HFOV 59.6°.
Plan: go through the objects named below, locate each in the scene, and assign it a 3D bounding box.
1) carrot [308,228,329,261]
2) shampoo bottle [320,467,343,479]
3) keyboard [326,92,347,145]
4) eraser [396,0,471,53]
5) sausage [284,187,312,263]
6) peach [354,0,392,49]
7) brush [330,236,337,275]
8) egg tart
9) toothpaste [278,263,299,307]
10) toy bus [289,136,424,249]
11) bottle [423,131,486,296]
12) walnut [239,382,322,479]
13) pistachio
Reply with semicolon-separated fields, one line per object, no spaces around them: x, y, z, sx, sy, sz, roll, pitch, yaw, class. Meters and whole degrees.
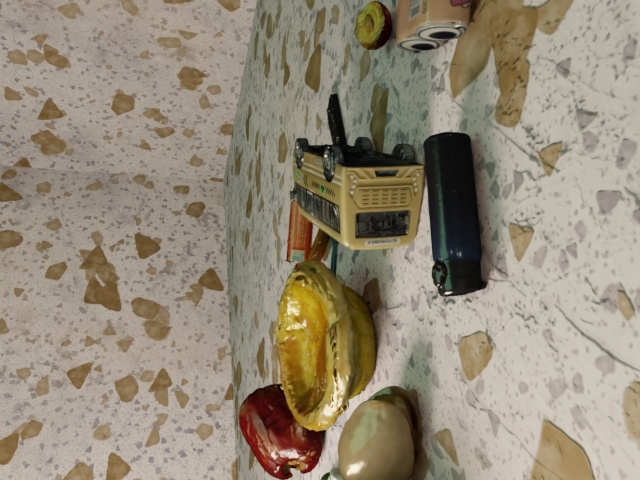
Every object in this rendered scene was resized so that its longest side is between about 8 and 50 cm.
0.000;0.000;1.547;0.170;0.042;0.042;108;157;-43;carrot
0.020;0.623;1.371;0.065;0.065;0.204;-106;25;-47;shampoo bottle
0.041;-0.288;1.485;0.072;0.023;0.231;112;154;-54;keyboard
0.188;-0.476;0.915;0.171;0.087;0.290;-168;80;-70;eraser
-0.058;-0.062;1.705;0.083;0.083;0.263;-168;83;-73;sausage
0.121;-0.450;1.176;0.098;0.061;0.098;17;112;50;peach
0.036;0.028;1.474;0.051;0.014;0.164;-153;66;-74;brush
0.014;0.230;1.260;0.388;0.169;0.387;-179;90;-70;egg tart
-0.092;0.158;1.842;0.071;0.045;0.193;65;143;42;toothpaste
0.057;-0.107;1.146;0.365;0.177;0.201;-140;48;-68;toy bus
0.195;-0.039;0.831;0.072;0.082;0.244;148;122;-62;bottle
-0.101;0.539;1.563;0.269;0.222;0.243;64;-179;42;walnut
0.107;0.366;0.997;0.144;0.144;0.215;-120;42;-61;pistachio
